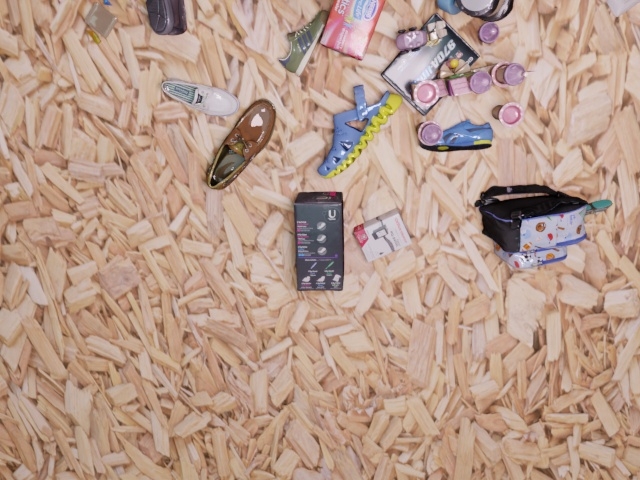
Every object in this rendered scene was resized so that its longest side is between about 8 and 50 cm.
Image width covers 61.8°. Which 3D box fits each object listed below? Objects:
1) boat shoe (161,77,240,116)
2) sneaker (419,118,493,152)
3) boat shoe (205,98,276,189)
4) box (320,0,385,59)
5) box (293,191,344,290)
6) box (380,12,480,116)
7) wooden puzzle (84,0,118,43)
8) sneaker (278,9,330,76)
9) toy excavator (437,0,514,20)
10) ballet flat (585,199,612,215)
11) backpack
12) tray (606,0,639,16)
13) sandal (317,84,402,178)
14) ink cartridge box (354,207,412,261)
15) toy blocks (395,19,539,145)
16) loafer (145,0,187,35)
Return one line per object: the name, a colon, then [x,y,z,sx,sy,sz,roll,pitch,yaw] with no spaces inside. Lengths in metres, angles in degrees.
boat shoe: [-0.350,-0.409,1.547,0.226,0.076,0.083,13,108,-1]
sneaker: [0.394,-0.305,1.558,0.209,0.069,0.082,-3,83,8]
boat shoe: [-0.229,-0.273,1.568,0.110,0.104,0.307,32,106,-7]
box: [0.101,-0.629,1.433,0.128,0.123,0.257,20,107,-5]
box: [0.000,0.000,1.610,0.143,0.165,0.271,-1,108,3]
box: [0.305,-0.491,1.504,0.175,0.051,0.220,41,104,-10]
wooden puzzle: [-0.626,-0.628,1.526,0.116,0.014,0.078,-43,105,14]
sneaker: [-0.052,-0.562,1.491,0.086,0.064,0.192,25,110,-10]
toy excavator: [0.336,-0.819,1.323,0.445,0.222,0.433,33,121,16]
ballet flat: [0.820,-0.094,1.615,0.114,0.041,0.041,-13,106,7]
backpack: [0.617,-0.043,1.530,0.263,0.276,0.213,-15,111,0]
tray: [0.792,-0.752,1.413,0.145,0.030,0.270,-33,103,11]
sandal: [0.089,-0.319,1.539,0.138,0.126,0.317,38,97,-5]
ink cartridge box: [0.193,-0.017,1.650,0.150,0.063,0.109,-24,104,10]
toy blocks: [0.365,-0.415,1.361,0.288,0.260,0.309,-12,106,5]
loafer: [-0.426,-0.718,1.462,0.109,0.095,0.303,6,105,33]
